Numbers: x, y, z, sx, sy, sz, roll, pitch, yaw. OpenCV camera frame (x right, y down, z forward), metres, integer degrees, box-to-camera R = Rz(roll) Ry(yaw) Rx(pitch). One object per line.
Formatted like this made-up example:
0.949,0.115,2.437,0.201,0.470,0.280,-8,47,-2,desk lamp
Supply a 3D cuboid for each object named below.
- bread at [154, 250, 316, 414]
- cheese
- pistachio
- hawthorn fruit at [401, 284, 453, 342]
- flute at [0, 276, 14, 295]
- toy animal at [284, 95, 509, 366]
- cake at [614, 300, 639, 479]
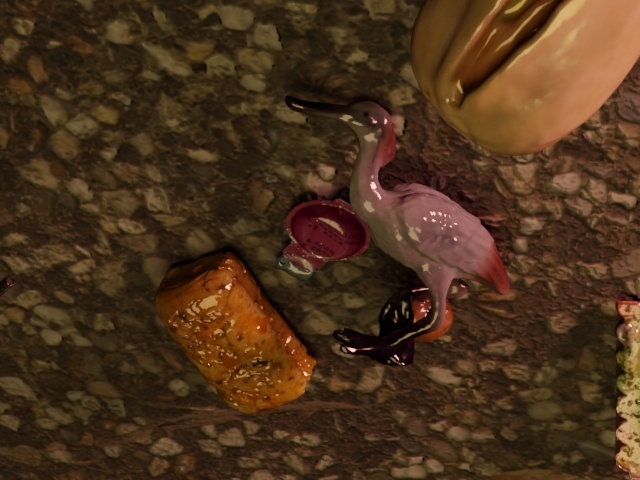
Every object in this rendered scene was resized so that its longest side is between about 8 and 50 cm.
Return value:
-0.097,0.109,1.859,0.114,0.083,0.211,-21,127,23,bread
0.000,0.000,1.764,0.095,0.038,0.145,29,138,-13,cheese
0.200,-0.201,1.453,0.187,0.187,0.299,30,125,-16,pistachio
0.103,0.087,1.815,0.067,0.066,0.103,25,155,-11,hawthorn fruit
-0.450,0.109,1.979,0.014,0.014,0.269,39,129,-23,flute
0.090,-0.015,1.683,0.195,0.090,0.324,-16,113,-11,toy animal
0.383,0.151,1.825,0.109,0.090,0.225,2,115,13,cake
